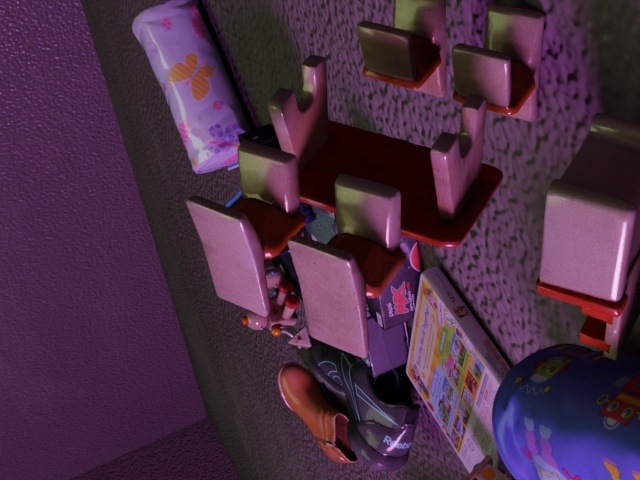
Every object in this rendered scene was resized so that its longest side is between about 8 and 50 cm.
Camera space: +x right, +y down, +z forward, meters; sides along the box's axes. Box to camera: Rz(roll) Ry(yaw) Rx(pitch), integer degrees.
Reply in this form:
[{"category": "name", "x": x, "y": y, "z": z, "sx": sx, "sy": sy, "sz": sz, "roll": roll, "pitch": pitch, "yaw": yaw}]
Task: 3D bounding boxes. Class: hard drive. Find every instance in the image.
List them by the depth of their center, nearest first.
[{"category": "hard drive", "x": 0.000, "y": 0.000, "z": 1.257, "sx": 0.339, "sy": 0.064, "sz": 0.237, "roll": 42, "pitch": 151, "yaw": 58}]

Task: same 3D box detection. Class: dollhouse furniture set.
[{"category": "dollhouse furniture set", "x": 0.087, "y": -0.028, "z": 0.630, "sx": 0.259, "sy": 0.262, "sz": 0.135, "roll": 20, "pitch": 142, "yaw": 26}]

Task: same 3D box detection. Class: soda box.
[{"category": "soda box", "x": 0.072, "y": 0.014, "z": 1.042, "sx": 0.053, "sy": 0.060, "sz": 0.169, "roll": 50, "pitch": 157, "yaw": 51}]

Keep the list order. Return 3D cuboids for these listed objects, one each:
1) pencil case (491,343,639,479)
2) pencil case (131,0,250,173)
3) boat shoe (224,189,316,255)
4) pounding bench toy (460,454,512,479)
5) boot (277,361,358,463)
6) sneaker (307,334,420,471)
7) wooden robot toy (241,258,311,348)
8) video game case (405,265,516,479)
[{"category": "pencil case", "x": 0.230, "y": 0.145, "z": 0.597, "sx": 0.133, "sy": 0.119, "sz": 0.306, "roll": 60, "pitch": 166, "yaw": -12}, {"category": "pencil case", "x": -0.194, "y": -0.240, "z": 1.476, "sx": 0.124, "sy": 0.113, "sz": 0.273, "roll": 120, "pitch": 127, "yaw": -83}, {"category": "boat shoe", "x": -0.072, "y": -0.016, "z": 1.167, "sx": 0.089, "sy": 0.109, "sz": 0.258, "roll": 63, "pitch": 166, "yaw": 5}, {"category": "pounding bench toy", "x": 0.177, "y": 0.273, "z": 0.978, "sx": 0.065, "sy": 0.052, "sz": 0.083, "roll": 32, "pitch": 150, "yaw": 37}, {"category": "boot", "x": 0.004, "y": 0.295, "z": 1.641, "sx": 0.197, "sy": 0.073, "sz": 0.152, "roll": 56, "pitch": 166, "yaw": -3}, {"category": "sneaker", "x": 0.066, "y": 0.182, "z": 1.285, "sx": 0.267, "sy": 0.101, "sz": 0.106, "roll": 58, "pitch": 135, "yaw": 46}, {"category": "wooden robot toy", "x": -0.077, "y": 0.093, "z": 1.358, "sx": 0.076, "sy": 0.079, "sz": 0.173, "roll": 101, "pitch": 148, "yaw": -52}, {"category": "video game case", "x": 0.160, "y": 0.167, "z": 1.029, "sx": 0.206, "sy": 0.026, "sz": 0.227, "roll": 58, "pitch": 163, "yaw": 31}]
